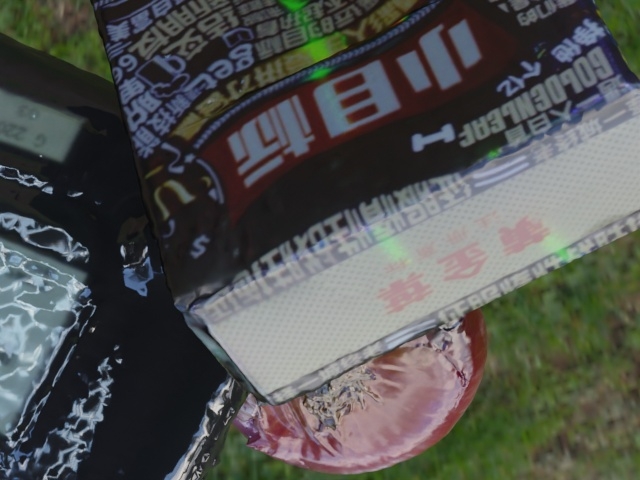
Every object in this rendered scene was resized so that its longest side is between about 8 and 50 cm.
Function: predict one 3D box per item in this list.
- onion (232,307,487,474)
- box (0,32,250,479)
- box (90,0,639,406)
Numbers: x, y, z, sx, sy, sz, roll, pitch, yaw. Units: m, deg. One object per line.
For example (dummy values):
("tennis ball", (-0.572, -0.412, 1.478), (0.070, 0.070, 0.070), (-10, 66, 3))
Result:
("onion", (0.023, 0.096, 2.175), (0.348, 0.285, 0.347), (2, 110, 6))
("box", (-0.214, 0.048, 0.938), (0.359, 0.350, 0.091), (23, 155, 5))
("box", (0.006, -0.100, 0.820), (0.198, 0.310, 0.084), (-26, 139, 6))
